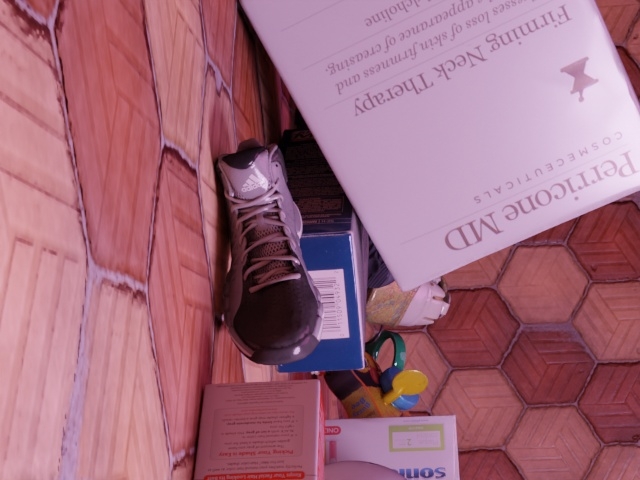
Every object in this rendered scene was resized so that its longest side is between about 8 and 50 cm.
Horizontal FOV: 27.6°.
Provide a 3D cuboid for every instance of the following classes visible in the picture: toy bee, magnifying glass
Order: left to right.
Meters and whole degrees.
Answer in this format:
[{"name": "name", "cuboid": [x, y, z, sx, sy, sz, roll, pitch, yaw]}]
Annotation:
[{"name": "toy bee", "cuboid": [0.057, 0.236, 1.983, 0.162, 0.195, 0.298, 19, 18, -46]}, {"name": "magnifying glass", "cuboid": [0.074, 0.194, 2.162, 0.231, 0.026, 0.092, -7, -110, 64]}]

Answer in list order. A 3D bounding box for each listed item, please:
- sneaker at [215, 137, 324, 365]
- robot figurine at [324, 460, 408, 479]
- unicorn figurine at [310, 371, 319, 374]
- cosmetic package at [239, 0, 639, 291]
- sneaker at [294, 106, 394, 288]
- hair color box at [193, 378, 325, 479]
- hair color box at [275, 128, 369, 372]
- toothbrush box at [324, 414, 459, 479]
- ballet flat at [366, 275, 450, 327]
[{"name": "sneaker", "cuboid": [-0.056, -0.007, 1.114, 0.228, 0.086, 0.132, -104, -179, -52]}, {"name": "robot figurine", "cuboid": [0.036, 0.372, 1.396, 0.209, 0.173, 0.278, -112, -164, -70]}, {"name": "unicorn figurine", "cuboid": [-0.007, 0.107, 1.691, 0.162, 0.060, 0.111, -70, 157, -79]}, {"name": "cosmetic package", "cuboid": [0.149, -0.228, 1.485, 0.393, 0.329, 0.327, 60, 15, -22]}, {"name": "sneaker", "cuboid": [0.074, -0.082, 1.837, 0.112, 0.131, 0.319, -37, -118, 42]}, {"name": "hair color box", "cuboid": [-0.045, 0.183, 0.964, 0.167, 0.093, 0.053, -87, 172, -48]}, {"name": "hair color box", "cuboid": [0.000, 0.000, 1.570, 0.347, 0.105, 0.174, -82, 168, -66]}, {"name": "toothbrush box", "cuboid": [0.076, 0.328, 1.685, 0.283, 0.206, 0.122, 76, 12, -64]}, {"name": "ballet flat", "cuboid": [0.144, 0.086, 2.035, 0.348, 0.123, 0.123, 2, 85, -79]}]
